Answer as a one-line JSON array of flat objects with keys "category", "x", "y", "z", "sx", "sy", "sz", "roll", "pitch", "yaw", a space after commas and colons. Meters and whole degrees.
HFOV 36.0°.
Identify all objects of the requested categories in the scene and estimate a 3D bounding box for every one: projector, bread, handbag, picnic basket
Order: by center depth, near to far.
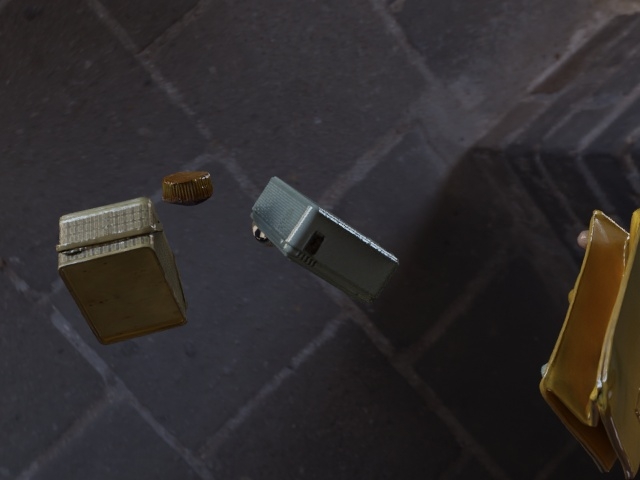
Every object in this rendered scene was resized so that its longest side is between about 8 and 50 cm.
[{"category": "picnic basket", "x": -0.226, "y": 0.036, "z": 1.131, "sx": 0.115, "sy": 0.079, "sz": 0.164, "roll": -12, "pitch": 138, "yaw": -1}, {"category": "bread", "x": -0.221, "y": -0.082, "z": 1.636, "sx": 0.085, "sy": 0.085, "sz": 0.053, "roll": -12, "pitch": 107, "yaw": -19}, {"category": "projector", "x": 0.000, "y": 0.000, "z": 1.639, "sx": 0.192, "sy": 0.257, "sz": 0.099, "roll": 31, "pitch": 93, "yaw": -22}, {"category": "handbag", "x": 0.501, "y": 0.167, "z": 1.658, "sx": 0.283, "sy": 0.133, "sz": 0.401, "roll": 50, "pitch": 50, "yaw": -35}]

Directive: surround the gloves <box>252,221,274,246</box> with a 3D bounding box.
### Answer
[{"category": "gloves", "x": -0.039, "y": -0.017, "z": 2.010, "sx": 0.229, "sy": 0.119, "sz": 0.097, "roll": 0, "pitch": 129, "yaw": -36}]
